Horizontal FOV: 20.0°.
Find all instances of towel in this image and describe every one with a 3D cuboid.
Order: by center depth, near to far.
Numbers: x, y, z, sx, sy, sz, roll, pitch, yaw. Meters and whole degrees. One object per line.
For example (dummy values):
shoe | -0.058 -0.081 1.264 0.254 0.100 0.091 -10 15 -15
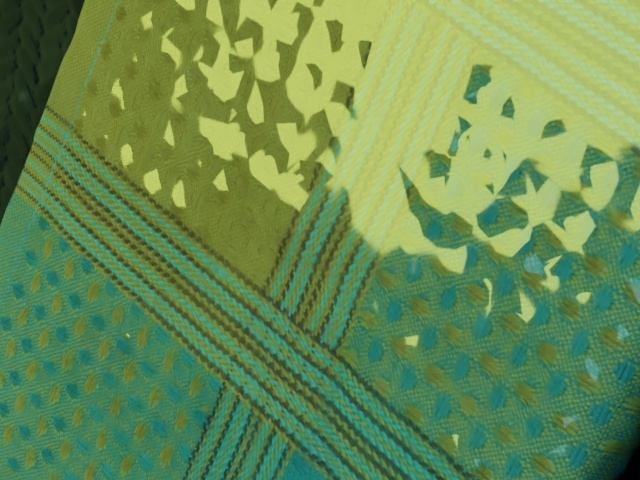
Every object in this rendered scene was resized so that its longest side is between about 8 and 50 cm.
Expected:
towel | 0.000 0.000 0.596 0.271 0.040 0.370 42 121 32
